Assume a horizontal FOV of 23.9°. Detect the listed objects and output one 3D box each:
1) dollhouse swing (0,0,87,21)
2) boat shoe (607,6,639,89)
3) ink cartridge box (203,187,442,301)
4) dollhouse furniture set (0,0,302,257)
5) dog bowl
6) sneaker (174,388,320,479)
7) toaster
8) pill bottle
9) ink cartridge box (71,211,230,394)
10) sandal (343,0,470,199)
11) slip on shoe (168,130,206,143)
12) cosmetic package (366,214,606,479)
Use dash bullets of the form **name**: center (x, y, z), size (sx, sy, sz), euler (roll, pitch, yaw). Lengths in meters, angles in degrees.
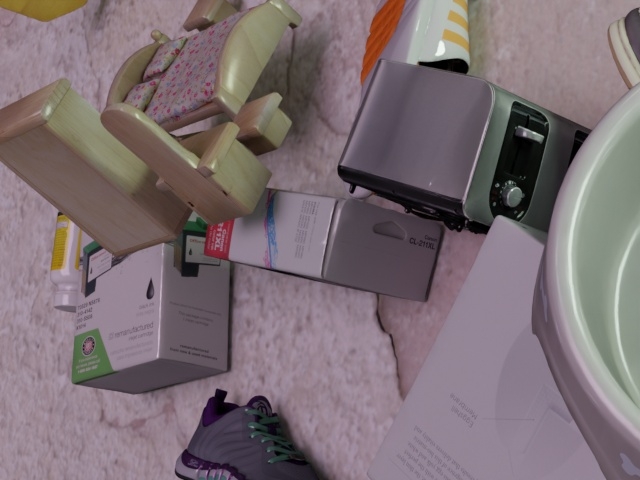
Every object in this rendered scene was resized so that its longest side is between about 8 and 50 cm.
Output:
- **dollhouse swing**: center (-0.379, -0.492, 1.785), size (0.305, 0.347, 0.315), euler (-50, 45, 27)
- **boat shoe**: center (0.301, -0.070, 1.038), size (0.092, 0.103, 0.285), euler (-45, 51, 24)
- **ink cartridge box**: center (0.000, 0.000, 1.342), size (0.175, 0.127, 0.072), euler (10, 87, 51)
- **dollhouse furniture set**: center (-0.139, -0.184, 1.423), size (0.303, 0.174, 0.355), euler (-14, 41, 48)
- **dog bowl**: center (0.289, 0.025, 0.876), size (0.349, 0.102, 0.348), euler (-6, 63, 12)
- **sneaker**: center (-0.056, 0.192, 1.384), size (0.224, 0.083, 0.098), euler (8, 79, 51)
- **toaster**: center (0.122, -0.061, 1.191), size (0.186, 0.168, 0.110), euler (19, 90, 50)
- **pill bottle**: center (-0.271, 0.021, 1.706), size (0.065, 0.065, 0.116), euler (-10, 70, 48)
- **ink cartridge box**: center (-0.174, 0.036, 1.564), size (0.160, 0.092, 0.219), euler (-19, 64, 45)
- **sandal**: center (0.084, -0.142, 1.328), size (0.102, 0.076, 0.265), euler (-30, 40, 59)
- **slip on shoe**: center (-0.165, -0.095, 1.630), size (0.135, 0.051, 0.041), euler (-1, 83, 47)
- **cosmetic package**: center (0.184, 0.139, 1.069), size (0.224, 0.138, 0.224), euler (40, 107, 48)
